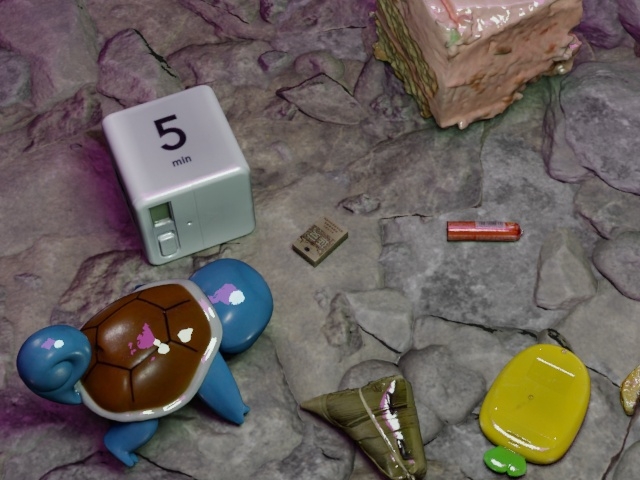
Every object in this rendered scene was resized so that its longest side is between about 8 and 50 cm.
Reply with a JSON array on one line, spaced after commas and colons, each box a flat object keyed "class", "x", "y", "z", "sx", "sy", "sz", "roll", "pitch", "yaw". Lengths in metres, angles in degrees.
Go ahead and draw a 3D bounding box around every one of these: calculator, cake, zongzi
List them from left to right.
[{"class": "zongzi", "x": 0.065, "y": 0.308, "z": 1.754, "sx": 0.178, "sy": 0.081, "sz": 0.189, "roll": -16, "pitch": 70, "yaw": 16}, {"class": "cake", "x": 0.277, "y": -0.393, "z": 2.047, "sx": 0.314, "sy": 0.306, "sz": 0.293, "roll": -23, "pitch": 61, "yaw": -13}, {"class": "calculator", "x": 0.324, "y": 0.256, "z": 1.789, "sx": 0.146, "sy": 0.032, "sz": 0.235, "roll": 25, "pitch": 59, "yaw": 16}]

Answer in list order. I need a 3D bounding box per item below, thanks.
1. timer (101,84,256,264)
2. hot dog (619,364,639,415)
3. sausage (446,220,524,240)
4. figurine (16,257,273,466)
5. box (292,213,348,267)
[{"class": "timer", "x": -0.231, "y": -0.107, "z": 1.938, "sx": 0.194, "sy": 0.192, "sz": 0.195, "roll": -19, "pitch": 59, "yaw": -11}, {"class": "hot dog", "x": 0.478, "y": 0.225, "z": 1.808, "sx": 0.034, "sy": 0.030, "sz": 0.090, "roll": 17, "pitch": 59, "yaw": 22}, {"class": "sausage", "x": 0.275, "y": -0.015, "z": 1.965, "sx": 0.130, "sy": 0.034, "sz": 0.034, "roll": 0, "pitch": 57, "yaw": 1}, {"class": "figurine", "x": -0.270, "y": 0.166, "z": 1.776, "sx": 0.416, "sy": 0.243, "sz": 0.298, "roll": -18, "pitch": 47, "yaw": -34}, {"class": "box", "x": 0.000, "y": 0.000, "z": 1.965, "sx": 0.053, "sy": 0.024, "sz": 0.083, "roll": 37, "pitch": 63, "yaw": 22}]
